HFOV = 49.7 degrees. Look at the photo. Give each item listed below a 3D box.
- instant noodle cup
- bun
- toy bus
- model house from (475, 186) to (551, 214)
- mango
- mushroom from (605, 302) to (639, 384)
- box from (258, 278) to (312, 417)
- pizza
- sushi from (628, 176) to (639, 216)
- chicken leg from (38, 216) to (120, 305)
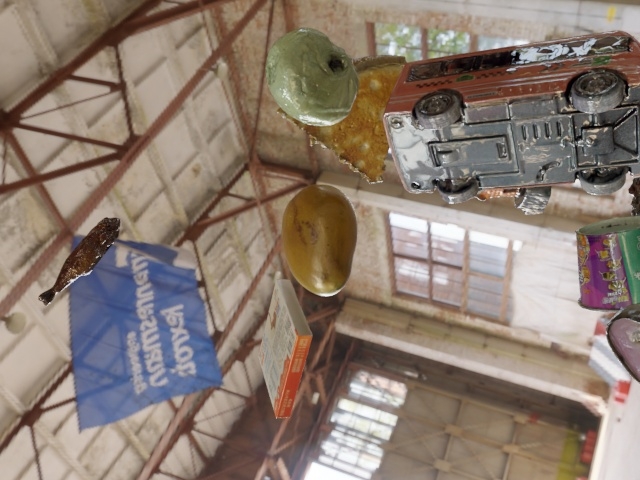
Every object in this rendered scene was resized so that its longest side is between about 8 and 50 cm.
[{"bbox_3d":[0.749,0.050,1.708,0.251,0.251,0.190,-28,-74,-64],"label":"instant noodle cup"},{"bbox_3d":[-0.011,-0.352,1.482,0.221,0.108,0.221,1,-92,-32],"label":"bun"},{"bbox_3d":[0.339,-0.213,1.175,0.203,0.426,0.233,66,-149,-41],"label":"toy bus"},{"bbox_3d":[0.443,-0.200,1.858,0.190,0.300,0.272,85,179,-70],"label":"model house"},{"bbox_3d":[0.000,0.000,2.251,0.221,0.263,0.378,21,-125,-53],"label":"mango"},{"bbox_3d":[0.584,0.178,1.186,0.117,0.188,0.141,-47,6,-40],"label":"mushroom"},{"bbox_3d":[-0.100,0.285,1.859,0.265,0.048,0.274,-117,36,-55],"label":"box"},{"bbox_3d":[0.100,-0.348,2.125,0.439,0.130,0.406,-22,-55,-9],"label":"pizza"},{"bbox_3d":[0.923,-0.114,1.891,0.172,0.153,0.151,59,-152,-58],"label":"sushi"},{"bbox_3d":[-0.427,0.029,1.259,0.089,0.048,0.219,-41,16,45],"label":"chicken leg"}]
